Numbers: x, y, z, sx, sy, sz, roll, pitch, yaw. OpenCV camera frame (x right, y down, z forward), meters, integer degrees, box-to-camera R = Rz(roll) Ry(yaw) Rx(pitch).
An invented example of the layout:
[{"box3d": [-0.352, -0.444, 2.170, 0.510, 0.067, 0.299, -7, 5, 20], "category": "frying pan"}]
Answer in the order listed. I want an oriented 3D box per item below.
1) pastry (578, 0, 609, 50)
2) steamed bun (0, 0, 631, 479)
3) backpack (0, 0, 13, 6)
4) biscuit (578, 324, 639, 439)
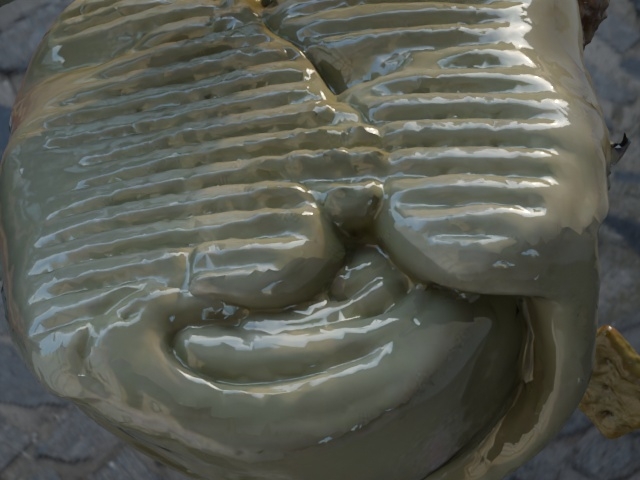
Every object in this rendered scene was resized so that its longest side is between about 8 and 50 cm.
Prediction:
[{"box3d": [0.154, -0.341, 1.359, 0.292, 0.405, 0.337, 11, 95, 42], "category": "pastry"}, {"box3d": [0.000, 0.000, 0.703, 0.343, 0.255, 0.367, -8, 46, 9], "category": "steamed bun"}, {"box3d": [-0.309, -0.431, 1.379, 0.283, 0.197, 0.317, -2, 59, 49], "category": "backpack"}, {"box3d": [0.205, 0.102, 0.882, 0.083, 0.081, 0.018, 47, 54, -5], "category": "biscuit"}]
